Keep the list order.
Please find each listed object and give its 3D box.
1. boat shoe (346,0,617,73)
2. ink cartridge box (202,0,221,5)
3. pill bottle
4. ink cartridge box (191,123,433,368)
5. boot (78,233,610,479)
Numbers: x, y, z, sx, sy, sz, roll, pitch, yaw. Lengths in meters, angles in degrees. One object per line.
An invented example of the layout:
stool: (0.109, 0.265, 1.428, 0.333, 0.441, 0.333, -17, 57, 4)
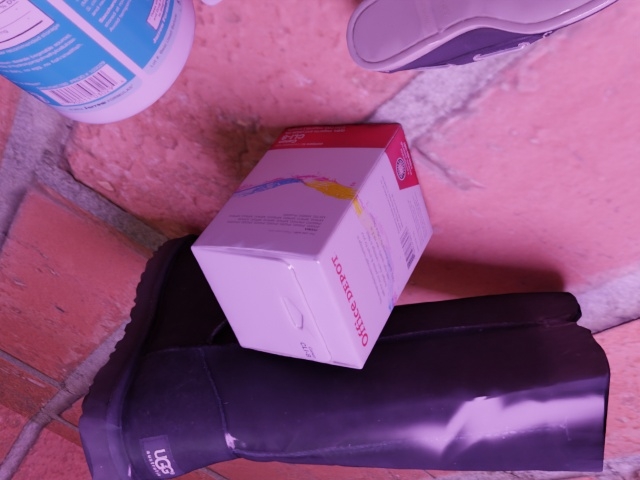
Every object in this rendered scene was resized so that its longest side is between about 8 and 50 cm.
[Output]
boat shoe: (0.116, -0.159, 0.505, 0.206, 0.075, 0.065, -11, 177, 36)
ink cartridge box: (-0.023, -0.268, 0.366, 0.273, 0.114, 0.197, -16, 129, 46)
pill bottle: (-0.203, -0.191, 0.499, 0.146, 0.146, 0.264, 10, 167, 22)
ink cartridge box: (0.000, 0.000, 0.669, 0.128, 0.176, 0.128, 4, 133, 31)
boot: (0.031, 0.091, 0.783, 0.446, 0.367, 0.146, -9, 122, 11)
